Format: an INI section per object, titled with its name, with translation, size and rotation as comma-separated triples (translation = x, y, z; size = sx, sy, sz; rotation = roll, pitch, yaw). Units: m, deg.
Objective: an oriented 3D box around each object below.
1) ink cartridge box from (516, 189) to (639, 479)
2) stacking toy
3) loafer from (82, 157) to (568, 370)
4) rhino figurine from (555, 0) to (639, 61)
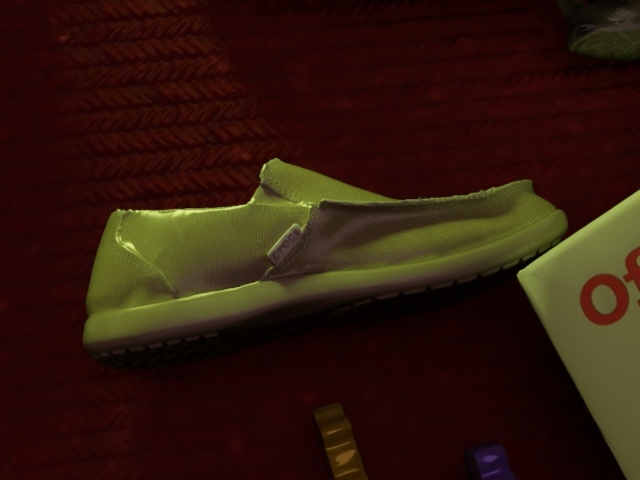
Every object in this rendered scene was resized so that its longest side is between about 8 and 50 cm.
[ink cartridge box]
translation = 0.311, 0.105, 0.514
size = 0.166, 0.285, 0.395
rotation = -9, 67, -48
[stacking toy]
translation = 0.104, 0.171, 0.622
size = 0.166, 0.052, 0.221
rotation = -16, 75, -6
[loafer]
translation = 0.000, 0.000, 0.642
size = 0.268, 0.102, 0.092
rotation = -12, 79, -6
[rhino figurine]
translation = 0.244, -0.100, 0.705
size = 0.243, 0.073, 0.106
rotation = 29, 76, 8
